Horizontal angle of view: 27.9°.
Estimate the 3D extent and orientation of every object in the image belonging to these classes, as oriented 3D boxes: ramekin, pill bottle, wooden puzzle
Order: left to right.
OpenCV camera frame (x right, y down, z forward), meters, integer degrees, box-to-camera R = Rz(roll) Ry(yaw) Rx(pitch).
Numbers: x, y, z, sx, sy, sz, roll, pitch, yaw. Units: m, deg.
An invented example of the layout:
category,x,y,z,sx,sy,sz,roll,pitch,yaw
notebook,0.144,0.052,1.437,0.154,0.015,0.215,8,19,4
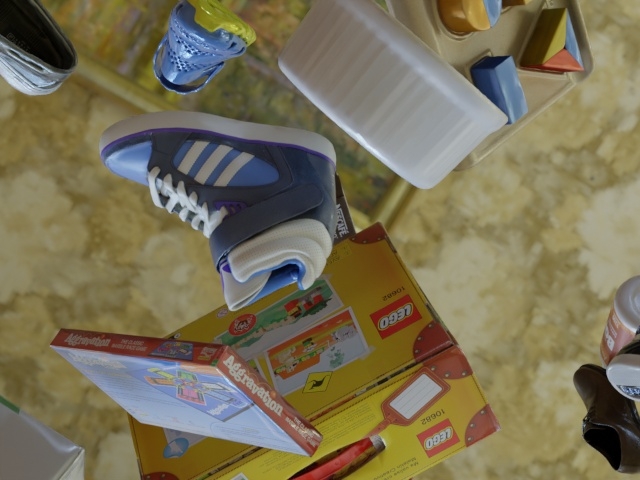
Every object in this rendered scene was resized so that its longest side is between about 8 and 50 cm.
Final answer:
category,x,y,z,sx,sy,sz,roll,pitch,yaw
ramekin,0.080,-0.187,1.558,0.135,0.277,0.277,-50,-161,8
wooden puzzle,0.278,-0.316,1.937,0.348,0.322,0.080,-35,-153,-30
pill bottle,0.525,0.163,2.118,0.216,0.121,0.121,90,12,-52

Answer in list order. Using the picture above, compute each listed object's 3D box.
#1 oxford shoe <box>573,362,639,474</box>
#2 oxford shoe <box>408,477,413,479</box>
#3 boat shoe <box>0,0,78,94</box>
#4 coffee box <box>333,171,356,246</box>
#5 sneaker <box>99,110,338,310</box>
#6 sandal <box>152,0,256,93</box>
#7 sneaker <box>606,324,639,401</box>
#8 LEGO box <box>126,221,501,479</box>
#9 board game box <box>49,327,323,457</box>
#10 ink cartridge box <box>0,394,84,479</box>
category,x,y,z,sx,sy,sz,roll,pitch,yaw
oxford shoe,0.456,0.281,2.069,0.227,0.096,0.083,-118,-147,-49
oxford shoe,0.055,0.291,2.240,0.146,0.140,0.397,-43,-121,61
boat shoe,-0.444,-0.333,1.686,0.119,0.335,0.121,-15,-139,50
coffee box,0.000,0.000,2.373,0.141,0.246,0.098,-16,-140,2
sneaker,-0.140,-0.030,1.644,0.130,0.322,0.236,88,7,-63
sandal,-0.182,-0.285,1.908,0.138,0.126,0.317,-52,-176,-3
sneaker,0.403,0.108,1.300,0.217,0.079,0.121,5,-134,47
LEGO box,-0.036,0.237,1.975,0.500,0.193,0.372,-28,-147,1
board game box,-0.136,0.142,1.243,0.281,0.145,0.027,1,-127,48
ink cartridge box,-0.312,0.238,1.236,0.093,0.154,0.212,-52,165,-35
